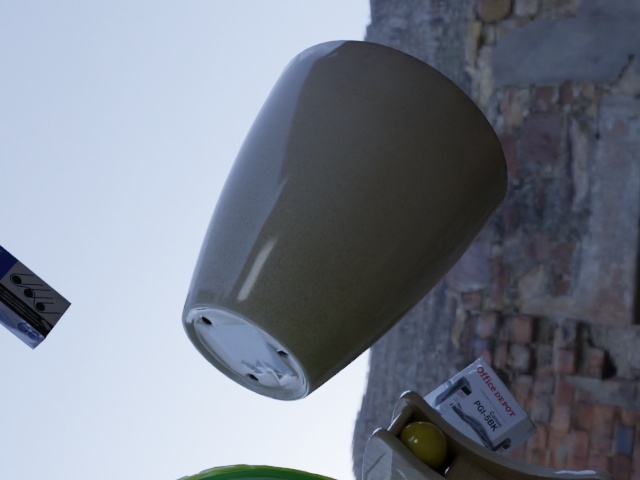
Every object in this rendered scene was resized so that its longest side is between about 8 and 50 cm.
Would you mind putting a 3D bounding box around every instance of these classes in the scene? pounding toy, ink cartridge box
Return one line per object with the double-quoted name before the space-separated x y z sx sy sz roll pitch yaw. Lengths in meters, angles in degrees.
"pounding toy" 0.141 0.248 0.701 0.155 0.270 0.154 -37 -18 -56
"ink cartridge box" 0.170 0.218 1.043 0.135 0.099 0.056 -36 -40 1
"ink cartridge box" -0.514 0.074 1.431 0.207 0.046 0.097 42 -148 -14

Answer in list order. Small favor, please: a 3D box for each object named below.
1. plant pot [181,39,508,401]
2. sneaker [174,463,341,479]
"plant pot" 0.000 0.000 0.810 0.274 0.257 0.256 -55 -44 -33
"sneaker" 0.010 0.198 0.512 0.123 0.296 0.109 -138 50 -77
